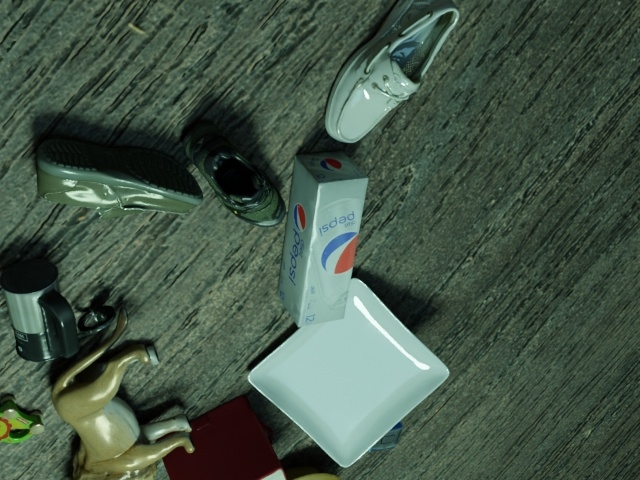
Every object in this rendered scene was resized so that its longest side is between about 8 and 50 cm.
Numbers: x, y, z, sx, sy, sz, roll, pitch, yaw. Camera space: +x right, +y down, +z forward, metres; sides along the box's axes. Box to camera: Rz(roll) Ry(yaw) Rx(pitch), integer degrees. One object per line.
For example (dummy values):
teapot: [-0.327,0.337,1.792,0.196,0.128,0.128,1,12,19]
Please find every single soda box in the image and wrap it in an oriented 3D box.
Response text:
soda box: [0.000,0.000,1.537,0.091,0.098,0.286,-8,126,-25]

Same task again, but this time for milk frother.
milk frother: [-0.390,0.094,1.397,0.143,0.129,0.135,-55,153,-49]

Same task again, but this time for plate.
plate: [0.052,0.243,1.724,0.278,0.045,0.277,-43,106,6]

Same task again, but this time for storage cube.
storage cube: [-0.162,0.439,1.702,0.215,0.193,0.184,-26,132,-10]

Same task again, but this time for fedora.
fedora: [-0.049,0.519,1.902,0.194,0.079,0.194,-12,131,-15]

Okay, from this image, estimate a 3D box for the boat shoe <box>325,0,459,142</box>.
boat shoe: [0.108,-0.256,1.410,0.098,0.096,0.277,20,111,-39]

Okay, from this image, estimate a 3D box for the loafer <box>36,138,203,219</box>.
loafer: [-0.289,-0.080,1.329,0.251,0.094,0.087,12,128,-30]

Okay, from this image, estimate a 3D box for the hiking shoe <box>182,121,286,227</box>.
hiking shoe: [-0.119,-0.075,1.401,0.086,0.114,0.227,-42,133,4]

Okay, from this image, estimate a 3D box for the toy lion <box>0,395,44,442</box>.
toy lion: [-0.516,0.302,1.510,0.096,0.034,0.100,-36,134,8]

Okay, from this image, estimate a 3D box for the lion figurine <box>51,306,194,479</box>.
lion figurine: [-0.357,0.307,1.553,0.240,0.142,0.392,-20,117,-6]

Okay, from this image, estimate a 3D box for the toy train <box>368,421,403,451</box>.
toy train: [0.123,0.326,1.840,0.080,0.105,0.184,-2,124,-29]
